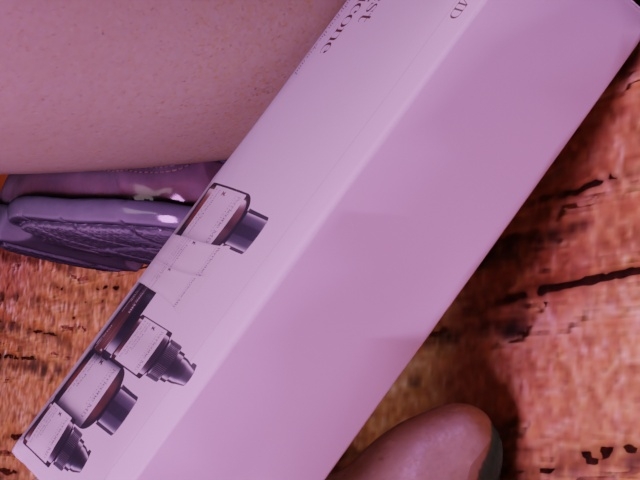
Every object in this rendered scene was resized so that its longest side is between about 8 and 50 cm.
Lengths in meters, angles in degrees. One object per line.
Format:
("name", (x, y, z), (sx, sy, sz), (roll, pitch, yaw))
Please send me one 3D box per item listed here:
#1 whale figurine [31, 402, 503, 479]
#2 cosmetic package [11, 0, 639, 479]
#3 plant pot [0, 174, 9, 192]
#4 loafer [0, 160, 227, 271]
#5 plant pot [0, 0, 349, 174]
("whale figurine", (-0.031, 0.156, 0.678), (0.272, 0.141, 0.216), (-27, 34, 32))
("cosmetic package", (0.000, 0.000, 0.606), (0.239, 0.060, 0.099), (-54, 27, -7))
("plant pot", (-0.244, -0.064, 1.113), (0.188, 0.205, 0.205), (-6, 75, 47))
("loafer", (-0.098, -0.038, 0.888), (0.302, 0.109, 0.095), (-4, 74, 67))
("plant pot", (-0.088, -0.129, 0.693), (0.256, 0.274, 0.256), (-37, 47, 55))
